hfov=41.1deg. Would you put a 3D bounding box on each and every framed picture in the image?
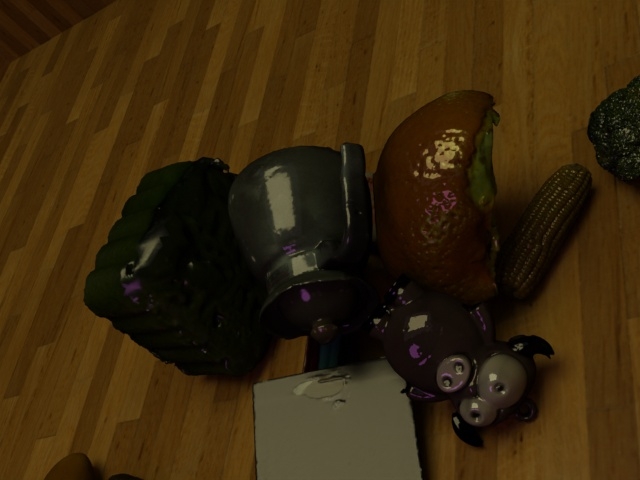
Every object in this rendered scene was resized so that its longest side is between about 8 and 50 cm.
[{"bbox_3d":[0.023,0.329,1.197,0.244,0.013,0.323,-13,58,13],"label":"framed picture"}]

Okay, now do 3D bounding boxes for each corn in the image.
[{"bbox_3d":[0.328,-0.014,1.272,0.080,0.080,0.231,16,67,49],"label":"corn"}]

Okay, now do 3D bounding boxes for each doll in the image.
[{"bbox_3d":[0.184,0.156,1.159,0.257,0.117,0.182,40,106,15],"label":"doll"}]

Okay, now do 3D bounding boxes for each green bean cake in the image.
[{"bbox_3d":[-0.203,0.055,1.511,0.218,0.335,0.319,-12,51,49],"label":"green bean cake"}]

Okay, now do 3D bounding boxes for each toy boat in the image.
[{"bbox_3d":[0.005,0.147,1.397,0.080,0.136,0.391,7,61,5],"label":"toy boat"}]

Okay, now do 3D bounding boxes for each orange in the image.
[{"bbox_3d":[0.174,-0.055,1.256,0.196,0.334,0.262,2,41,17],"label":"orange"}]

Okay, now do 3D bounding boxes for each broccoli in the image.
[{"bbox_3d":[0.458,-0.154,1.239,0.138,0.145,0.162,13,41,13],"label":"broccoli"}]

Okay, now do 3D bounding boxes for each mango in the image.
[{"bbox_3d":[-0.458,0.490,1.527,0.139,0.113,0.253,-29,34,27],"label":"mango"}]

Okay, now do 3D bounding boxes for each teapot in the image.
[{"bbox_3d":[0.013,0.009,1.256,0.305,0.223,0.285,-33,52,31],"label":"teapot"}]

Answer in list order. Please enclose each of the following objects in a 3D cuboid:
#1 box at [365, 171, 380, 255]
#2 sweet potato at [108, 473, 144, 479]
[{"bbox_3d":[0.113,-0.044,1.511,0.201,0.058,0.141,17,69,50],"label":"box"},{"bbox_3d":[-0.310,0.471,1.425,0.112,0.085,0.286,-52,38,0],"label":"sweet potato"}]
